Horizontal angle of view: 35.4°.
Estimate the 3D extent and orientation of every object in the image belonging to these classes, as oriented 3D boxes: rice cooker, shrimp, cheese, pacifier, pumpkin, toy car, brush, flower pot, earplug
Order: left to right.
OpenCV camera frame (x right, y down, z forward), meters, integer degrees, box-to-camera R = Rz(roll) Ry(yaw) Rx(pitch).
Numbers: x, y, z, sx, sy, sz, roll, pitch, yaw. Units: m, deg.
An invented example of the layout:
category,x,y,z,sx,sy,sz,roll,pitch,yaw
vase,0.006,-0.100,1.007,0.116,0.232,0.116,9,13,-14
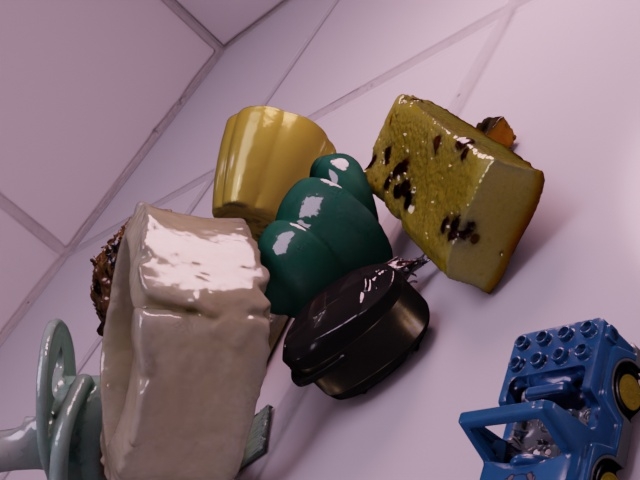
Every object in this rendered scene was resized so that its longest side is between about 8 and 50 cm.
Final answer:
category,x,y,z,sx,sy,sz,roll,pitch,yaw
pacifier,-0.393,0.282,1.331,0.269,0.343,0.288,-6,24,-5
cheese,-0.168,0.126,1.175,0.332,0.153,0.292,-117,38,-58
brush,-0.134,0.284,1.243,0.205,0.011,0.083,-40,21,24
flower pot,-0.089,-0.096,1.649,0.195,0.195,0.179,-22,43,52
earplug,-0.007,-0.004,1.278,0.257,0.163,0.280,-12,27,49
rice cooker,0.038,0.100,1.083,0.165,0.106,0.112,-45,19,22
shrimp,0.070,0.057,1.158,0.165,0.065,0.056,-25,40,4
pumpkin,0.195,-0.119,1.251,0.074,0.054,0.083,-50,10,-12
toy car,0.166,0.135,0.737,0.097,0.100,0.191,-21,36,46

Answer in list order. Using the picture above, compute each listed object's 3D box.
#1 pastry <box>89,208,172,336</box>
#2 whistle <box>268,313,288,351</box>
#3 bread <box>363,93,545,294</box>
category,x,y,z,sx,sy,sz,roll,pitch,yaw
pastry,-0.230,0.080,1.544,0.193,0.274,0.275,-15,-7,-42
whistle,-0.061,0.071,1.422,0.068,0.057,0.326,12,52,19
bread,0.137,-0.071,1.162,0.361,0.077,0.138,-123,52,-67
